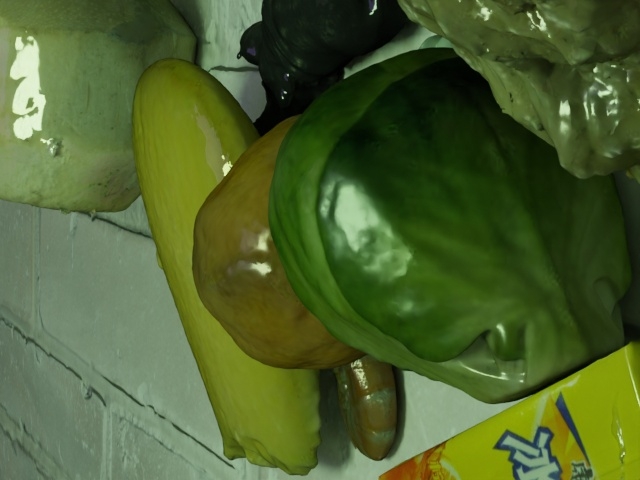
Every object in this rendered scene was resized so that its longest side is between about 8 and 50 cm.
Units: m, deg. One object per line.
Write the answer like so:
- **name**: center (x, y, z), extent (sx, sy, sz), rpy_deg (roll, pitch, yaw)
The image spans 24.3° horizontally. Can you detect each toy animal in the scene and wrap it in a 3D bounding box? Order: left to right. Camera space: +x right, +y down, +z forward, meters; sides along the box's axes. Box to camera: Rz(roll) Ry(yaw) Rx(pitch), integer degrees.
- **toy animal**: center (-0.010, -0.207, 1.382), extent (0.343, 0.106, 0.168), rpy_deg (131, 126, -66)

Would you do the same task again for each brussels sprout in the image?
- **brussels sprout**: center (0.097, -0.007, 1.019), extent (0.271, 0.219, 0.210), rpy_deg (54, 160, 22)

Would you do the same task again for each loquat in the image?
- **loquat**: center (0.000, 0.000, 1.240), extent (0.193, 0.238, 0.238), rpy_deg (47, 158, -11)

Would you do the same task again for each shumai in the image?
- **shumai**: center (0.144, -0.159, 0.838), extent (0.262, 0.314, 0.267), rpy_deg (93, 178, -52)

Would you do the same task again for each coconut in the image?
- **coconut**: center (-0.319, -0.217, 1.840), extent (0.352, 0.352, 0.353), rpy_deg (179, 90, -67)

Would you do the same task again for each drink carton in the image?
- **drink carton**: center (0.168, 0.187, 0.986), extent (0.351, 0.111, 0.154), rpy_deg (137, 126, -59)

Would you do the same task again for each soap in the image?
- **soap**: center (-0.092, 0.020, 1.507), extent (0.306, 0.115, 0.427), rpy_deg (-168, 60, -72)

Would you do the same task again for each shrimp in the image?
- **shrimp**: center (0.031, 0.089, 1.382), extent (0.133, 0.053, 0.236), rpy_deg (119, 140, -80)

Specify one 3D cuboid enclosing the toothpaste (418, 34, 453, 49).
- **toothpaste**: center (0.074, -0.114, 1.273), extent (0.233, 0.038, 0.060), rpy_deg (125, 138, -59)
